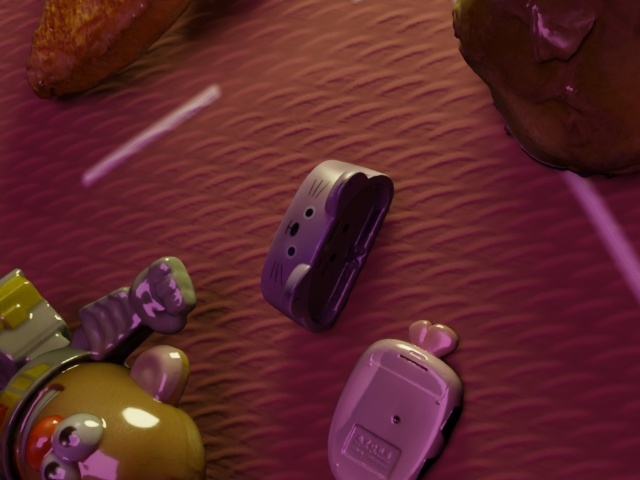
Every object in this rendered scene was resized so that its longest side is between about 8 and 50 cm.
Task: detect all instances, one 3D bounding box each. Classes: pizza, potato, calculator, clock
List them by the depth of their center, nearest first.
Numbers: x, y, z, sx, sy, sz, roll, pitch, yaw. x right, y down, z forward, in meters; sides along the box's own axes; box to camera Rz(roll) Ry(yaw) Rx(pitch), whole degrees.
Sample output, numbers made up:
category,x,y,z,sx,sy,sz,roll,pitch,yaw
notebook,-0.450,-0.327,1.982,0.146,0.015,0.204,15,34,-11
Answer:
category,x,y,z,sx,sy,sz,roll,pitch,yaw
potato,0.216,-0.212,0.725,0.247,0.196,0.299,24,91,28
calculator,0.064,0.144,0.810,0.103,0.024,0.165,26,91,27
clock,0.000,0.000,0.823,0.050,0.110,0.152,25,90,25
pizza,-0.203,-0.310,0.992,0.280,0.075,0.287,-19,64,38

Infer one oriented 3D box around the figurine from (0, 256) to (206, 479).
category,x,y,z,sx,sy,sz,roll,pitch,yaw
figurine,-0.220,0.171,0.852,0.285,0.167,0.342,23,110,34
